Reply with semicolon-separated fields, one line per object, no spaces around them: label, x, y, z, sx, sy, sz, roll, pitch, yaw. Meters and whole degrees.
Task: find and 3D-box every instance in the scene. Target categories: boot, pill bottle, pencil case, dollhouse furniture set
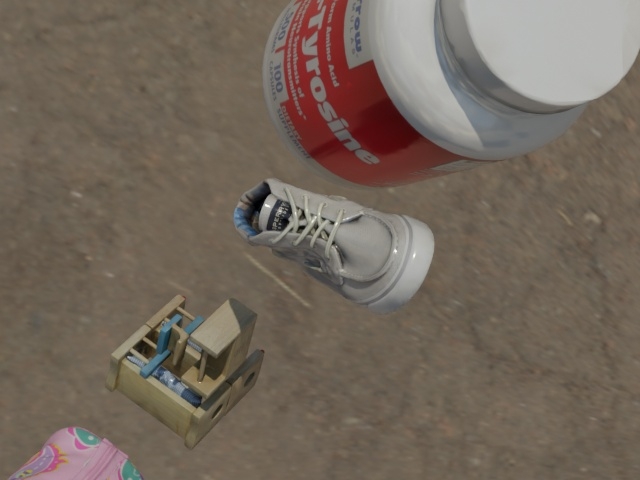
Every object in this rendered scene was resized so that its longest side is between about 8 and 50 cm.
boot;0.000;0.000;1.489;0.123;0.258;0.095;23;83;-21
pill bottle;0.116;-0.178;1.507;0.229;0.407;0.229;2;84;-22
pencil case;-0.259;0.279;1.428;0.124;0.284;0.124;9;116;19
dollhouse furniture set;-0.141;0.109;1.818;0.129;0.184;0.129;34;49;15
